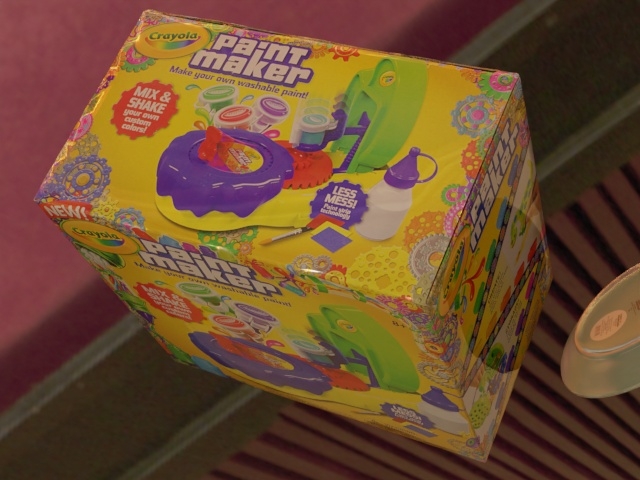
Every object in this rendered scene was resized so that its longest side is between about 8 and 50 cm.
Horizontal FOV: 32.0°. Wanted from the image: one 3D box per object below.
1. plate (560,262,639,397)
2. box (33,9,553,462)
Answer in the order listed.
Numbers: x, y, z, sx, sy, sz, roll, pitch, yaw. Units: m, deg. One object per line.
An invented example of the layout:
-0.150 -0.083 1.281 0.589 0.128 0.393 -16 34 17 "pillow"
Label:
0.283 0.063 0.987 0.188 0.024 0.188 -40 15 13 "plate"
0.000 0.000 0.836 0.290 0.279 0.177 14 65 24 "box"
